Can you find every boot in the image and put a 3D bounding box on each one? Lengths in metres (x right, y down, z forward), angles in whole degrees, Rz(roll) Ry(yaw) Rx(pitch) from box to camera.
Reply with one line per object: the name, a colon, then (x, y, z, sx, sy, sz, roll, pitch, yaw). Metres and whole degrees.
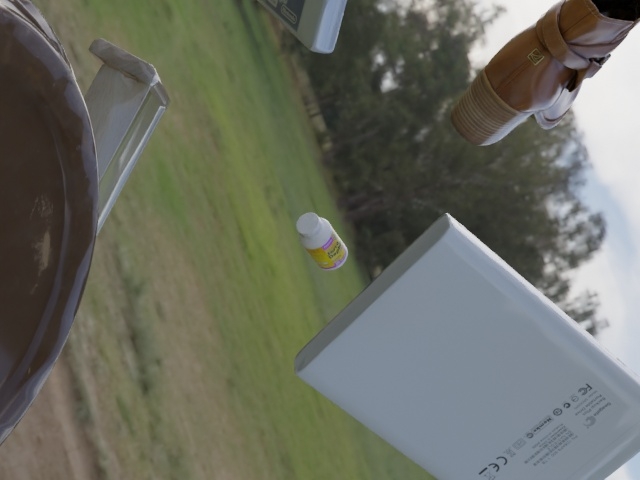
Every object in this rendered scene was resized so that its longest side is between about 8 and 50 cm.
boot: (0.282, -0.224, 1.186, 0.283, 0.220, 0.109, -24, 75, -46)

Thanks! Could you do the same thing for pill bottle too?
pill bottle: (0.000, 0.000, 1.303, 0.083, 0.043, 0.043, 52, 15, -51)

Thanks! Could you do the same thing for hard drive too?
hard drive: (0.179, 0.159, 1.137, 0.353, 0.233, 0.047, 38, 19, -19)

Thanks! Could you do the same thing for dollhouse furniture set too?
dollhouse furniture set: (-0.390, -0.141, 1.071, 0.394, 0.257, 0.362, 28, -4, -2)

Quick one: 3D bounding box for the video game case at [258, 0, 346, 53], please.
video game case: (-0.020, -0.265, 0.795, 0.201, 0.023, 0.183, 51, -47, 47)

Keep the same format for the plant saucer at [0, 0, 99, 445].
plant saucer: (-0.179, 0.013, 0.431, 0.278, 0.041, 0.278, -48, 148, -43)
